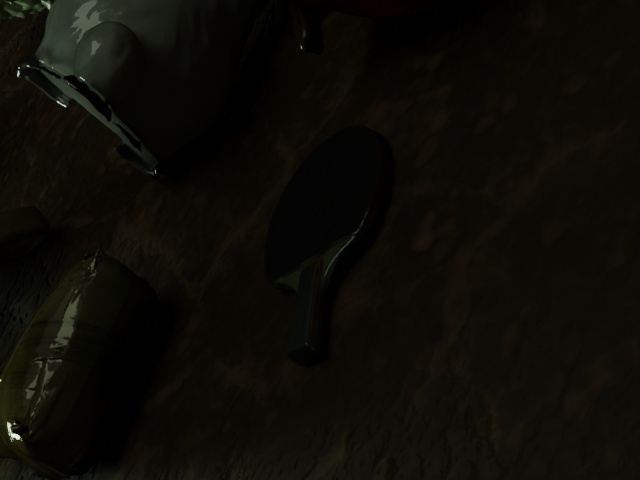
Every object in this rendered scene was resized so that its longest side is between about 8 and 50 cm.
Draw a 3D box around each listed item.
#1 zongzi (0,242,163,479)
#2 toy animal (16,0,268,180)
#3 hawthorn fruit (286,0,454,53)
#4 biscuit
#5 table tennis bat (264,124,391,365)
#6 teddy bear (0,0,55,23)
[{"bbox_3d":[-0.231,0.112,1.112,0.197,0.099,0.194,-14,49,58],"label":"zongzi"},{"bbox_3d":[-0.116,-0.245,1.224,0.357,0.194,0.258,-51,19,-9],"label":"toy animal"},{"bbox_3d":[0.048,-0.321,0.981,0.311,0.295,0.295,126,161,-55],"label":"hawthorn fruit"},{"bbox_3d":[-0.467,0.051,1.376,0.344,0.057,0.287,-22,-2,38],"label":"biscuit"},{"bbox_3d":[0.000,0.000,0.962,0.130,0.019,0.220,-31,36,37],"label":"table tennis bat"},{"bbox_3d":[-0.314,-0.412,1.737,0.362,0.375,0.327,94,-179,-50],"label":"teddy bear"}]
